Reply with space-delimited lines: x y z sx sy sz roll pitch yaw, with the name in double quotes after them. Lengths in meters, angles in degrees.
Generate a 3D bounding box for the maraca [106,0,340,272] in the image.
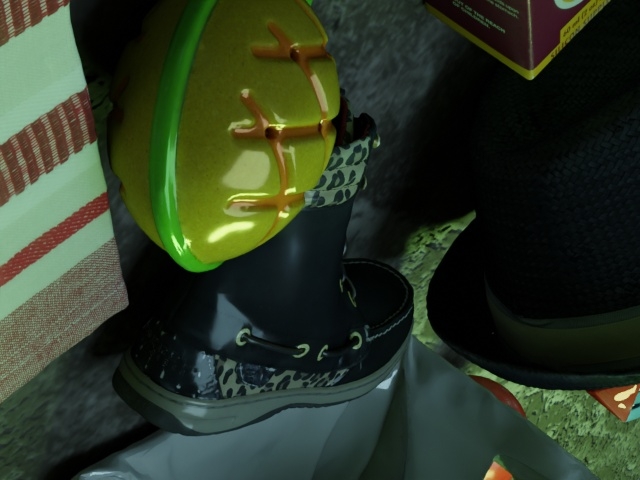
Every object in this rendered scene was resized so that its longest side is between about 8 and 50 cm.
-0.038 -0.076 0.857 0.127 0.099 0.185 60 43 -66 "maraca"

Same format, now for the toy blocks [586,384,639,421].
0.330 0.021 1.560 0.261 0.191 0.381 -15 131 -39 "toy blocks"

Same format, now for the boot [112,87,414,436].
0.001 0.001 1.036 0.236 0.085 0.178 -16 135 -52 "boot"

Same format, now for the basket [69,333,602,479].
0.022 0.276 1.152 0.331 0.328 0.266 -21 143 -50 "basket"

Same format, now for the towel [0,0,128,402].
-0.190 -0.009 0.745 0.237 0.037 0.329 -39 151 -24 "towel"

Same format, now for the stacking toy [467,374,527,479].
0.080 0.248 1.468 0.141 0.141 0.330 -25 139 -47 "stacking toy"

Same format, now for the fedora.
0.200 -0.058 1.169 0.334 0.334 0.152 -40 122 -27 "fedora"

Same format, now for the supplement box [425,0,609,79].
0.108 -0.185 0.979 0.104 0.081 0.188 -45 154 -16 "supplement box"
